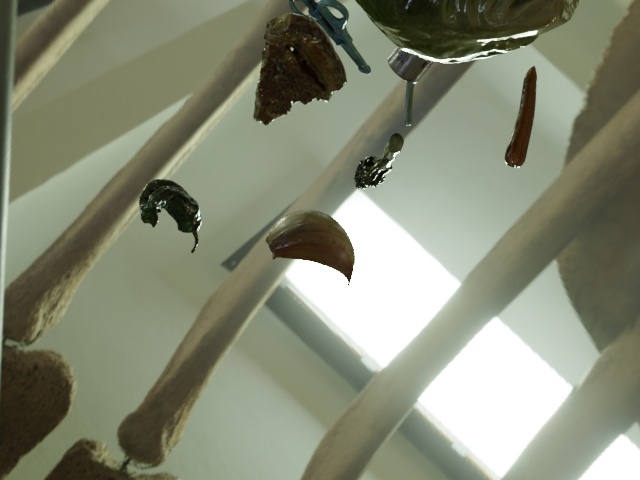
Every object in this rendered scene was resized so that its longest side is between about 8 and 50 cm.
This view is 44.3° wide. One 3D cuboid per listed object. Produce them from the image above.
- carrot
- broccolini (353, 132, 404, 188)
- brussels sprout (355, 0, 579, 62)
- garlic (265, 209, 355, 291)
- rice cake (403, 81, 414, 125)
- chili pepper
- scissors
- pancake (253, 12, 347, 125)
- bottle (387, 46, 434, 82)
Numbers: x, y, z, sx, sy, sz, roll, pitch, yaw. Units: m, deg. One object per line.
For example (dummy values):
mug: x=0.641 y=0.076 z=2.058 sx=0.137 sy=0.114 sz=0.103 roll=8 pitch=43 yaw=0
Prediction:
carrot: x=0.362 y=-0.220 z=1.394 sx=0.037 sy=0.037 sz=0.190 roll=18 pitch=-99 yaw=-22
broccolini: x=0.126 y=-0.172 z=1.781 sx=0.078 sy=0.392 sz=0.074 roll=22 pitch=-96 yaw=1
brussels sprout: x=0.204 y=-0.409 z=1.150 sx=0.354 sy=0.289 sz=0.281 roll=17 pitch=-179 yaw=16
garlic: x=0.002 y=0.001 z=1.622 sx=0.206 sy=0.115 sz=0.128 roll=25 pitch=-116 yaw=-15
rice cake: x=0.240 y=-0.372 z=2.132 sx=0.022 sy=0.021 sz=0.121 roll=-10 pitch=-74 yaw=-52
chili pepper: x=-0.292 y=-0.058 z=1.600 sx=0.065 sy=0.279 sz=0.122 roll=3 pitch=-101 yaw=16
scissors: x=0.048 y=-0.579 z=2.225 sx=0.393 sy=0.180 sz=0.032 roll=39 pitch=-108 yaw=-54
pancake: x=-0.044 y=-0.312 z=1.535 sx=0.244 sy=0.057 sz=0.266 roll=-62 pitch=-37 yaw=-18
bottle: x=0.281 y=-0.528 z=2.045 sx=0.110 sy=0.233 sz=0.110 roll=24 pitch=-141 yaw=-21
